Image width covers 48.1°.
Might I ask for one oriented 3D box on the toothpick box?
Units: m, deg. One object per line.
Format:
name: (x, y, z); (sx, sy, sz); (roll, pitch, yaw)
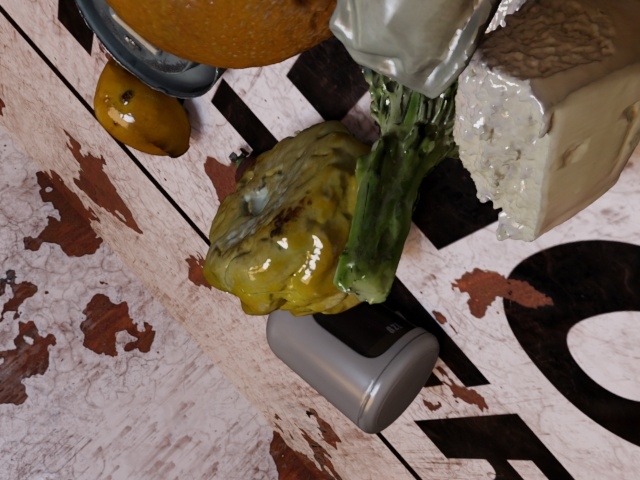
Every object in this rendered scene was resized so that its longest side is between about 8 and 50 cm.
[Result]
toothpick box: (0.034, 0.189, 1.320); (0.316, 0.229, 0.229); (34, 151, 27)

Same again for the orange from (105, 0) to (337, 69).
orange: (-0.102, -0.342, 0.688); (0.357, 0.322, 0.322); (48, 156, 24)

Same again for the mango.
mango: (-0.324, -0.229, 1.348); (0.166, 0.136, 0.236); (44, -178, 16)

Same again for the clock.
clock: (-0.267, -0.366, 1.131); (0.312, 0.061, 0.313); (28, 150, 18)

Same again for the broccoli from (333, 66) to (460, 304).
broccoli: (0.087, -0.074, 0.785); (0.164, 0.304, 0.145); (11, 160, 26)

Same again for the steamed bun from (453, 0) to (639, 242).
steamed bun: (0.199, -0.119, 0.667); (0.170, 0.200, 0.226); (47, 158, 31)

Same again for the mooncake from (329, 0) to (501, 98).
mooncake: (0.101, -0.269, 0.518); (0.136, 0.254, 0.250); (25, 142, 5)

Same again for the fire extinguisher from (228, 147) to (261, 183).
fire extinguisher: (-0.089, -0.094, 1.289); (0.231, 0.071, 0.099); (39, -179, 18)

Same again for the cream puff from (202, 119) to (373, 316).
cream puff: (0.001, 0.000, 1.056); (0.324, 0.291, 0.257); (-26, 129, 36)
